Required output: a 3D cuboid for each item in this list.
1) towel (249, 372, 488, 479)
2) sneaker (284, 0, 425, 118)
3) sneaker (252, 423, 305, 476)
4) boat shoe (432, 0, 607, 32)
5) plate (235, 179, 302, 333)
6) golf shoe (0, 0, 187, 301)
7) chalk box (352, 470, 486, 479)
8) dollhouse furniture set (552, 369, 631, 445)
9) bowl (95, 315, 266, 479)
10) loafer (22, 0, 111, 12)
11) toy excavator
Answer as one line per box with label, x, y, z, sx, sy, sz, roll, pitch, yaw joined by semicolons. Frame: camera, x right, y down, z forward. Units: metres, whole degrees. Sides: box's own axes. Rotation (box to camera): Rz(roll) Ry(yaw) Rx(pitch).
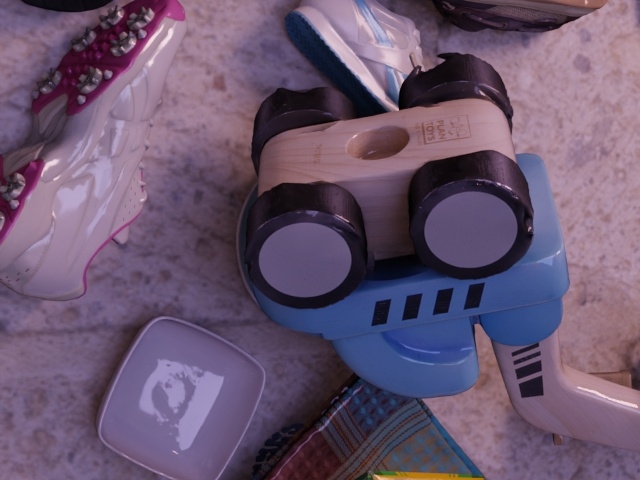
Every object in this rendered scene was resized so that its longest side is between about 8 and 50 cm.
towel;0.071;0.326;1.536;0.271;0.040;0.370;-45;119;-15
sneaker;0.070;-0.166;1.501;0.092;0.087;0.229;-48;112;-16
sneaker;-0.039;0.246;1.510;0.058;0.052;0.135;32;85;-35
boat shoe;0.154;-0.256;1.523;0.285;0.092;0.103;3;58;-29
plate;0.000;0.000;1.517;0.188;0.024;0.188;-2;95;-25
golf shoe;-0.205;-0.082;1.386;0.140;0.115;0.306;41;80;-37
chalk box;0.052;0.305;1.407;0.132;0.213;0.132;6;64;-31
dollhouse furniture set;0.340;0.142;1.646;0.183;0.129;0.129;-2;95;6
bowl;-0.138;0.150;1.451;0.142;0.053;0.142;30;83;-23
loafer;-0.203;-0.252;1.390;0.170;0.061;0.062;-14;128;-24
toy excavator;0.163;0.063;1.450;0.432;0.222;0.445;-10;126;5
